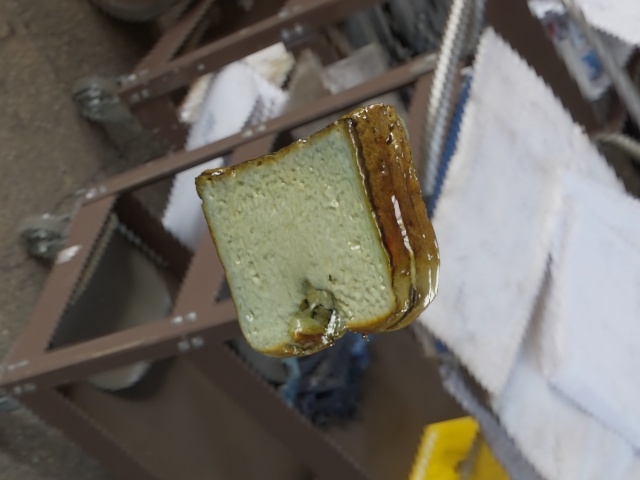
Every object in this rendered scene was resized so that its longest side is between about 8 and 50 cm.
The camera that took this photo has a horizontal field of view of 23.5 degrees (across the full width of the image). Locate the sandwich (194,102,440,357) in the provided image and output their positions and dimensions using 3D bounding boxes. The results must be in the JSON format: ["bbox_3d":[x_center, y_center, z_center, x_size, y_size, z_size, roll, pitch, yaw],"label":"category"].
[{"bbox_3d":[0.001,0.000,1.752,0.095,0.273,0.249,-9,82,-48],"label":"sandwich"}]
